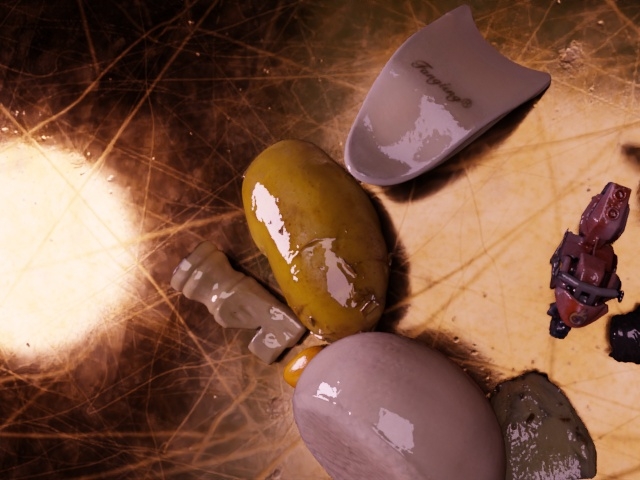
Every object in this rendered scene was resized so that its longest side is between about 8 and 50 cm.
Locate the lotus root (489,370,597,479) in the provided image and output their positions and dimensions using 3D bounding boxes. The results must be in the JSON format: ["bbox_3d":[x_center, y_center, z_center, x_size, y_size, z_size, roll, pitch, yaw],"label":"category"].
[{"bbox_3d":[0.269,0.245,0.967,0.143,0.070,0.144,-18,80,14],"label":"lotus root"}]

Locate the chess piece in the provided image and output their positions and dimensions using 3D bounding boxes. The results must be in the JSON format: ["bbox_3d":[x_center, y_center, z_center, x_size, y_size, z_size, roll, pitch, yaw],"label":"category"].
[{"bbox_3d":[-0.117,0.092,1.101,0.200,0.090,0.090,38,97,5],"label":"chess piece"}]

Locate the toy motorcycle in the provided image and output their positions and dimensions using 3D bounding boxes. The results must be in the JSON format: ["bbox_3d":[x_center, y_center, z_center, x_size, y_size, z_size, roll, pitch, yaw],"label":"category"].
[{"bbox_3d":[0.339,0.026,0.941,0.084,0.118,0.213,20,91,8],"label":"toy motorcycle"}]

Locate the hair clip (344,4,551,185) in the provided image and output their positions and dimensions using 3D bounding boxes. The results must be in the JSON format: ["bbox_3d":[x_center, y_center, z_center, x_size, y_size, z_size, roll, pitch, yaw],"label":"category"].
[{"bbox_3d":[0.151,-0.184,1.019,0.282,0.113,0.172,-45,75,8],"label":"hair clip"}]

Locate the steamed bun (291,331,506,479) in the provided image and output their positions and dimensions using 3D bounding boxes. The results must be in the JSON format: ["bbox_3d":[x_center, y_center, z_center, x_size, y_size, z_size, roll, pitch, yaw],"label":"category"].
[{"bbox_3d":[0.107,0.226,0.928,0.283,0.283,0.177,36,63,17],"label":"steamed bun"}]

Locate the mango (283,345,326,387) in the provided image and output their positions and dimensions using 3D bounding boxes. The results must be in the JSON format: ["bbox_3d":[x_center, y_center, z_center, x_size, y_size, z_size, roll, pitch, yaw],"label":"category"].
[{"bbox_3d":[-0.015,0.183,1.075,0.089,0.046,0.060,-20,77,27],"label":"mango"}]

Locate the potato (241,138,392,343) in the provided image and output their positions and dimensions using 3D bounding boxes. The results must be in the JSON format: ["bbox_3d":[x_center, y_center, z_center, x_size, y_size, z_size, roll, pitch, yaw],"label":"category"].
[{"bbox_3d":[0.000,0.000,1.035,0.173,0.140,0.300,-32,70,14],"label":"potato"}]

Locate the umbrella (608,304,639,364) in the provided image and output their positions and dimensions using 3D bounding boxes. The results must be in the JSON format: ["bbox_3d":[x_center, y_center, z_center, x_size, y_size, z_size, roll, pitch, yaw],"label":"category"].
[{"bbox_3d":[0.515,0.117,0.893,0.325,0.094,0.090,0,67,17],"label":"umbrella"}]
